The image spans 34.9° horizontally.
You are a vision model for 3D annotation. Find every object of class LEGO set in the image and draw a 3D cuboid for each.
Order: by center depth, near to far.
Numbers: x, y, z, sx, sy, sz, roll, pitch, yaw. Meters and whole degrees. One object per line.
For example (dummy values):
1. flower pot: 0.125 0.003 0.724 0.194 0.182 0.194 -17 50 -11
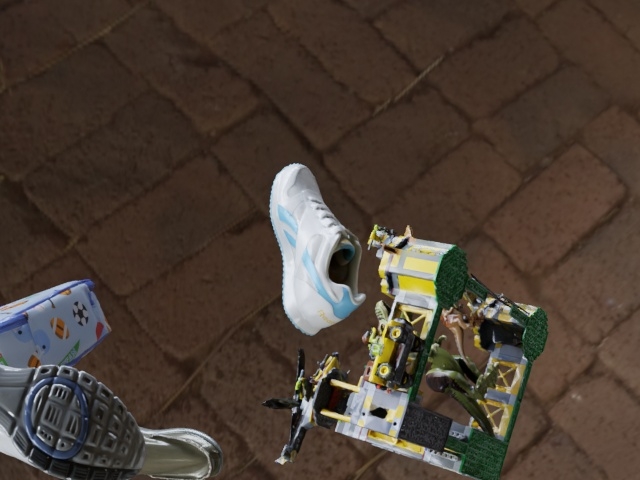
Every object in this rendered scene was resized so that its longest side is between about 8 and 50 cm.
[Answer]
1. LEGO set: 0.085 0.123 1.089 0.192 0.331 0.254 11 85 37

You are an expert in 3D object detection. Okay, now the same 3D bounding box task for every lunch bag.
1. lunch bag: -0.456 0.151 1.428 0.243 0.303 0.114 -16 94 20

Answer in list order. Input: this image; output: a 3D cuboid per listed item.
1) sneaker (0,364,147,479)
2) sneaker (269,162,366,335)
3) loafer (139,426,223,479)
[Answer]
1. sneaker: -0.325 0.185 1.103 0.297 0.129 0.111 22 67 4
2. sneaker: 0.000 0.000 1.260 0.087 0.092 0.228 26 45 -49
3. loafer: -0.292 0.378 1.770 0.251 0.087 0.094 3 105 16
